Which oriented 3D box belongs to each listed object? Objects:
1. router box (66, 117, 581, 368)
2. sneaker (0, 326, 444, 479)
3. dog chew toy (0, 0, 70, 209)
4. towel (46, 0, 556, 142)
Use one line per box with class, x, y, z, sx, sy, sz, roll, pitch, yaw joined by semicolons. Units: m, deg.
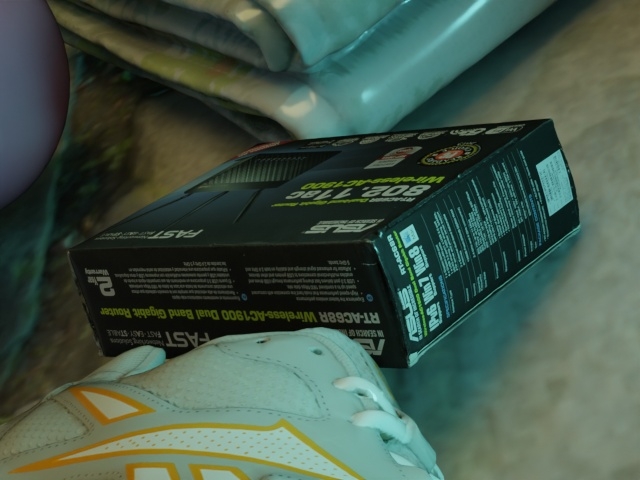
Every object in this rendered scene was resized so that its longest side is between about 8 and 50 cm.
router box;0.000;0.000;0.462;0.122;0.038;0.092;-3;22;41
sneaker;-0.001;0.065;0.341;0.262;0.099;0.121;5;42;45
dog chew toy;-0.212;-0.008;0.558;0.206;0.207;0.332;-6;30;38
towel;0.053;-0.193;0.684;0.374;0.090;0.320;-40;33;-12
